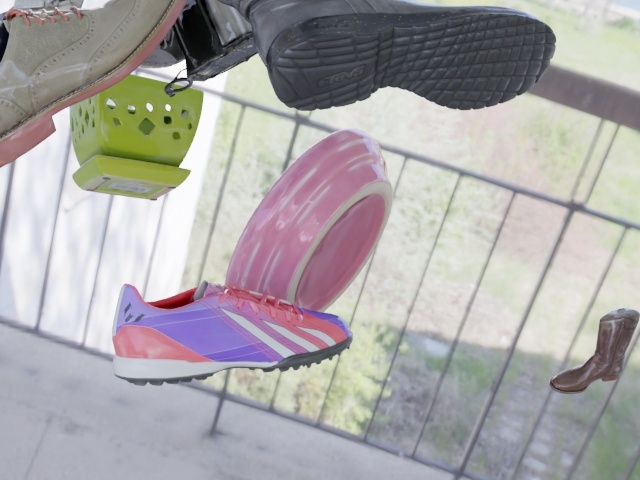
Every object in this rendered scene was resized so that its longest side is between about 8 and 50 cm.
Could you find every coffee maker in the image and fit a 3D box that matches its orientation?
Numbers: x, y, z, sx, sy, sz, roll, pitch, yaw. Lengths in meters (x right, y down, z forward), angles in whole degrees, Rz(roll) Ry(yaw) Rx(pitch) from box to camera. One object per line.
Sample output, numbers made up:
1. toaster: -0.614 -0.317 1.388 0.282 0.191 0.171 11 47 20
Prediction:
1. coffee maker: -0.177 -0.323 1.241 0.171 0.178 0.120 -25 -3 -4

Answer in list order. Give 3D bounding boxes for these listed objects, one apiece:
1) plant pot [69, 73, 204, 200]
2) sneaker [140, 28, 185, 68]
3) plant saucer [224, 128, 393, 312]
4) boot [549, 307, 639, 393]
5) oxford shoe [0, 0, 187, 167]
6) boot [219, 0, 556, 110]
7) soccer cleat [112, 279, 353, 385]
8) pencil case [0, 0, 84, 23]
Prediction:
1. plant pot: -0.383 -0.202 1.816 0.228 0.207 0.227 7 -12 -29
2. sneaker: -0.254 -0.298 1.305 0.228 0.086 0.132 -14 9 -31
3. plant saucer: 0.000 0.000 1.293 0.084 0.332 0.332 35 26 20
4. boot: 0.341 0.135 1.109 0.106 0.114 0.037 -14 43 -17
5. oxford shoe: -0.307 -0.234 1.066 0.123 0.348 0.130 26 -23 56
6. boot: 0.070 -0.248 0.953 0.338 0.118 0.223 -2 44 -25
7. soccer cleat: -0.098 0.102 1.096 0.318 0.117 0.108 -3 3 -29
8. pencil case: -0.506 -0.226 1.284 0.159 0.184 0.410 32 52 18
